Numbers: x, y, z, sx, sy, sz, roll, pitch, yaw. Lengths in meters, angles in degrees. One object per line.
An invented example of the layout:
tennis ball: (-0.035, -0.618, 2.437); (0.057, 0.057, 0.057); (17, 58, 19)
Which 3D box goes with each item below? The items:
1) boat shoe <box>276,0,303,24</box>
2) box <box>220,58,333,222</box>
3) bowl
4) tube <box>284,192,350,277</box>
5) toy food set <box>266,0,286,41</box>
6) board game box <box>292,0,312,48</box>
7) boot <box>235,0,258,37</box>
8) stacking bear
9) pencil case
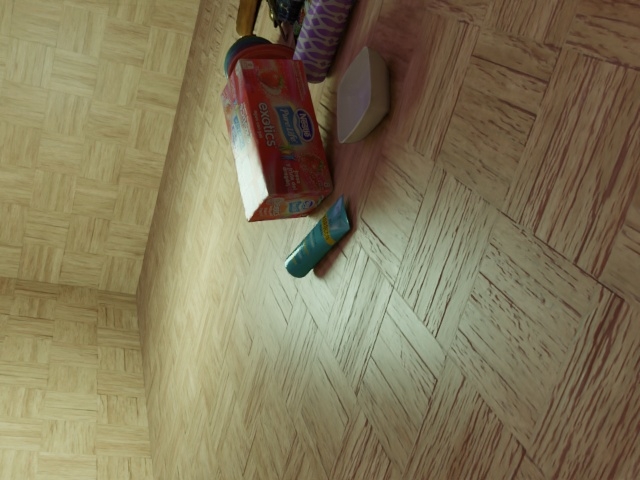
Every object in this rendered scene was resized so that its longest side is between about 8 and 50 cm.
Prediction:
boat shoe: (-0.091, -0.609, 1.927); (0.183, 0.065, 0.083); (-117, 39, -60)
box: (-0.094, -0.203, 1.533); (0.154, 0.142, 0.299); (-42, 57, 59)
bowl: (0.078, -0.247, 1.315); (0.142, 0.053, 0.141); (135, 140, -57)
tube: (0.000, 0.000, 1.428); (0.207, 0.052, 0.080); (-48, 46, 45)
toy food set: (-0.131, -0.626, 1.993); (0.132, 0.039, 0.192); (64, -164, -51)
board game box: (-0.003, -0.520, 1.674); (0.259, 0.030, 0.136); (124, 142, -51)
boot: (-0.221, -0.820, 2.398); (0.264, 0.096, 0.280); (-112, 29, -43)
stacking bear: (-0.170, -0.459, 1.955); (0.289, 0.164, 0.175); (-111, 36, -63)
pencil case: (0.003, -0.430, 1.564); (0.206, 0.086, 0.088); (-64, -8, 32)
